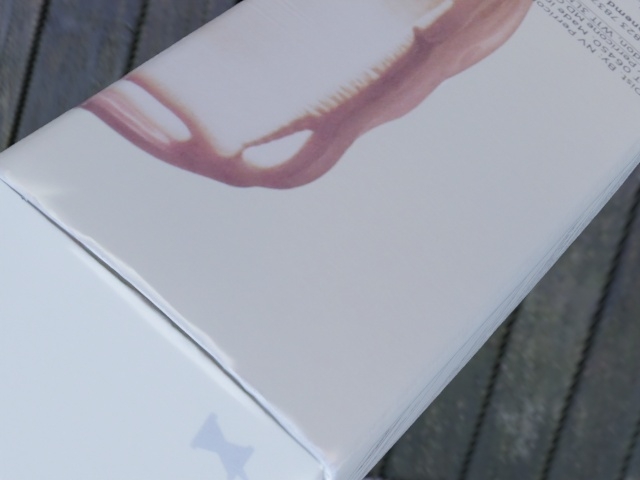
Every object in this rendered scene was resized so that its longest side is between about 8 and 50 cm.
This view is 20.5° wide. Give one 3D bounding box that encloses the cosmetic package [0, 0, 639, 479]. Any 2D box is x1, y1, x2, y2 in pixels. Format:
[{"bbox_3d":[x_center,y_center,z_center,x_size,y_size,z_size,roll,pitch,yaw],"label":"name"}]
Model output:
[{"bbox_3d":[0.000,0.000,0.601,0.129,0.296,0.153,41,129,6],"label":"cosmetic package"}]
